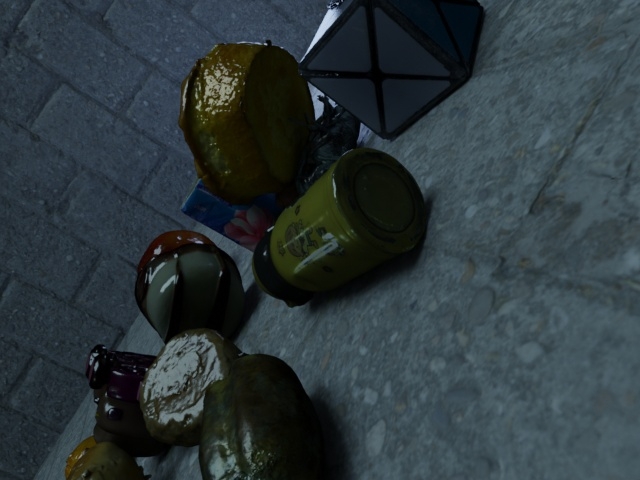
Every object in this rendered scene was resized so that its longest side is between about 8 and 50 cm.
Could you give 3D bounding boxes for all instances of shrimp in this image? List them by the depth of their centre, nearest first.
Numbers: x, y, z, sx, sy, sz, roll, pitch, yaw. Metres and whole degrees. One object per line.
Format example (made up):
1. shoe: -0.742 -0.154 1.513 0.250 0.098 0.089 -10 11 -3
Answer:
1. shrimp: 0.017 -0.269 1.336 0.137 0.172 0.373 0 69 31

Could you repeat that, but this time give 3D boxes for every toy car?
1. toy car: -0.412 0.383 1.272 0.340 0.271 0.241 -7 71 66

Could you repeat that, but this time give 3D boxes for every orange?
1. orange: -0.606 0.612 1.510 0.177 0.155 0.178 -36 23 18

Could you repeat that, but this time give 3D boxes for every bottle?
1. bottle: 0.000 0.000 0.934 0.351 0.171 0.172 -34 29 49

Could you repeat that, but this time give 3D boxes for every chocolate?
1. chocolate: -0.309 0.158 1.363 0.284 0.283 0.186 -54 33 10

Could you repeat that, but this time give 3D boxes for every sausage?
1. sausage: -0.038 -0.212 1.522 0.289 0.086 0.086 -62 19 -18

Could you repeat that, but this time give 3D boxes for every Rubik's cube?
1. Rubik's cube: 0.143 -0.407 1.115 0.254 0.260 0.259 -36 30 49

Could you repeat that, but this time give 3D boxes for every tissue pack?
1. tissue pack: -0.223 -0.104 1.520 0.137 0.269 0.209 -48 19 31

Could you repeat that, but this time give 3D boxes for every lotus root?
1. lotus root: -0.072 0.258 0.723 0.151 0.160 0.275 -30 23 4

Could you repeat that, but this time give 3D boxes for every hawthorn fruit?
1. hawthorn fruit: -0.443 0.093 1.790 0.275 0.275 0.300 -54 9 8

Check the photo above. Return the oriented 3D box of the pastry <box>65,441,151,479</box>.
1. pastry: -0.452 0.579 1.108 0.284 0.184 0.316 -50 19 41

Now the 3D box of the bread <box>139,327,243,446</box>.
1. bread: -0.235 0.283 1.067 0.229 0.123 0.230 -16 53 23

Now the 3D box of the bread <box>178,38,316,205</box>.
1. bread: -0.166 -0.285 1.355 0.215 0.398 0.398 0 51 28
